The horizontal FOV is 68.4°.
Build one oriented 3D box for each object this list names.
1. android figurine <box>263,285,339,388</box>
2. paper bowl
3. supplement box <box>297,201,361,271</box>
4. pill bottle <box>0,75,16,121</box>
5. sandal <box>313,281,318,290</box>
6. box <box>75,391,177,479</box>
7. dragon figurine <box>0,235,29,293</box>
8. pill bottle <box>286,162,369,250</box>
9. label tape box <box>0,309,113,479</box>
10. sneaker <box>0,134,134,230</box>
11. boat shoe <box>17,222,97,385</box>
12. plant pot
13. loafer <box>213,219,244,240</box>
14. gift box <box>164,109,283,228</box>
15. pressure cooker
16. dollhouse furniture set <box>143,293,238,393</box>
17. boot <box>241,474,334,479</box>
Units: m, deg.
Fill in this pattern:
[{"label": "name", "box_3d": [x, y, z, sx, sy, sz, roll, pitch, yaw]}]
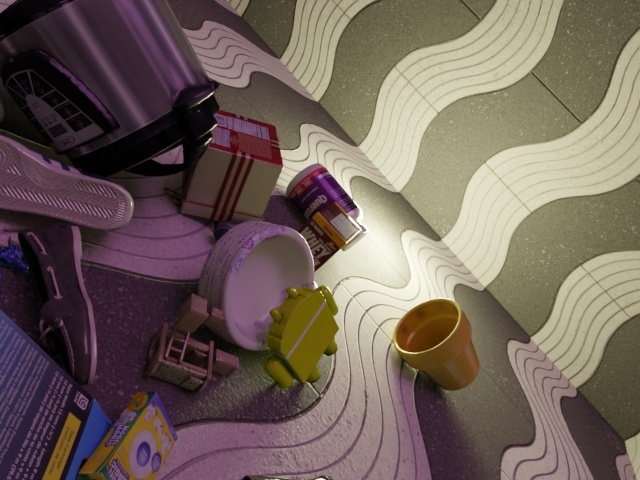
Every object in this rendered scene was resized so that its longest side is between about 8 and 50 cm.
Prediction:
[{"label": "android figurine", "box_3d": [-0.040, 0.217, 1.097, 0.248, 0.056, 0.272, -54, 140, -26]}, {"label": "paper bowl", "box_3d": [-0.156, 0.095, 1.078, 0.148, 0.284, 0.284, 14, 3, 37]}, {"label": "supplement box", "box_3d": [0.000, 0.000, 1.516, 0.129, 0.191, 0.194, 48, 24, 3]}, {"label": "pill bottle", "box_3d": [-0.703, -0.334, 0.998, 0.118, 0.117, 0.208, 25, 33, -39]}, {"label": "sandal", "box_3d": [-0.093, 0.122, 1.291, 0.416, 0.102, 0.169, 26, 31, -37]}, {"label": "box", "box_3d": [-0.283, 0.325, 0.699, 0.179, 0.043, 0.105, -66, 145, -62]}, {"label": "dragon figurine", "box_3d": [-0.563, -0.014, 0.704, 0.289, 0.144, 0.085, 48, 24, 3]}, {"label": "pill bottle", "box_3d": [0.031, -0.120, 1.759, 0.323, 0.181, 0.181, 50, 25, 9]}, {"label": "label tape box", "box_3d": [-0.411, 0.243, 0.554, 0.249, 0.115, 0.347, -96, 169, -53]}, {"label": "sneaker", "box_3d": [-0.545, -0.105, 0.928, 0.350, 0.131, 0.148, 24, -4, -16]}, {"label": "boat shoe", "box_3d": [-0.443, 0.100, 0.785, 0.096, 0.112, 0.335, 0, 43, -35]}, {"label": "plant pot", "box_3d": [0.408, 0.364, 1.580, 0.239, 0.254, 0.254, 54, 21, -20]}, {"label": "loafer", "box_3d": [-0.175, 0.001, 1.326, 0.268, 0.096, 0.084, 27, 49, -28]}, {"label": "gift box", "box_3d": [-0.277, -0.202, 1.325, 0.277, 0.258, 0.255, 14, 38, -18]}, {"label": "pressure cooker", "box_3d": [-0.427, -0.330, 1.031, 0.420, 0.376, 0.370, 63, -4, -28]}, {"label": "dollhouse furniture set", "box_3d": [-0.209, 0.214, 0.898, 0.182, 0.161, 0.101, 30, 29, -29]}, {"label": "boot", "box_3d": [-0.032, 0.505, 0.843, 0.208, 0.076, 0.189, 30, 14, -46]}]
